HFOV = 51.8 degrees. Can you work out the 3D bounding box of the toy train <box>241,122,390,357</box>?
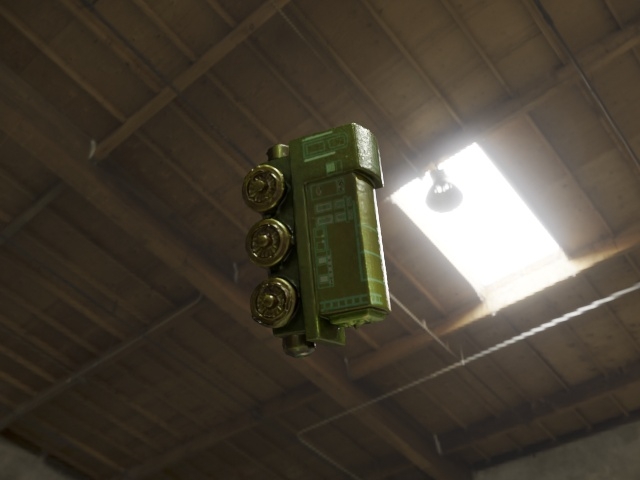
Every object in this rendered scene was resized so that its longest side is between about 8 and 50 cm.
[{"bbox_3d":[0.000,0.000,0.661,0.137,0.225,0.090,-13,-17,21],"label":"toy train"}]
